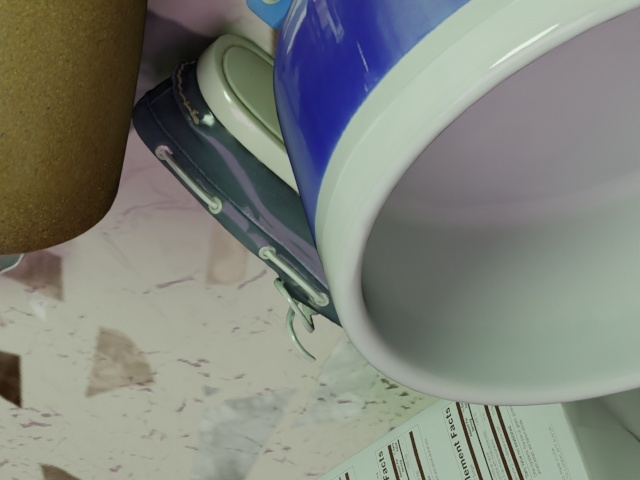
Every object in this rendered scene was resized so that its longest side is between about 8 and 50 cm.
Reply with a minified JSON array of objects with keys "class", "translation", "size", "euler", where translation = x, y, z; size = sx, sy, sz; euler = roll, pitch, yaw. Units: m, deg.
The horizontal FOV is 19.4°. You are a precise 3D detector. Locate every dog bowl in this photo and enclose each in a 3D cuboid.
[{"class":"dog bowl","translation":[0.119,-0.051,0.717],"size":[0.265,0.104,0.265],"euler":[-13,146,-9]}]

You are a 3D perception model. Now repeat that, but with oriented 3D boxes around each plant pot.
[{"class":"plant pot","translation":[-0.170,-0.161,0.859],"size":[0.237,0.237,0.254],"euler":[20,119,-7]}]

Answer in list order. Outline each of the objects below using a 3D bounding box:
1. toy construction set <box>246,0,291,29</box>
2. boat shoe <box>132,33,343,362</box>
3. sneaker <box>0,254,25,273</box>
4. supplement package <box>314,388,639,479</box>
[{"class":"toy construction set","translation":[0.090,-0.228,0.760],"size":[0.308,0.237,0.257],"euler":[-5,144,-19]},{"class":"boat shoe","translation":[0.000,0.000,1.036],"size":[0.079,0.095,0.254],"euler":[-31,118,30]},{"class":"sneaker","translation":[-0.260,-0.045,1.057],"size":[0.215,0.084,0.083],"euler":[26,126,-11]},{"class":"supplement package","translation":[0.133,0.174,1.080],"size":[0.194,0.149,0.203],"euler":[11,142,-44]}]
